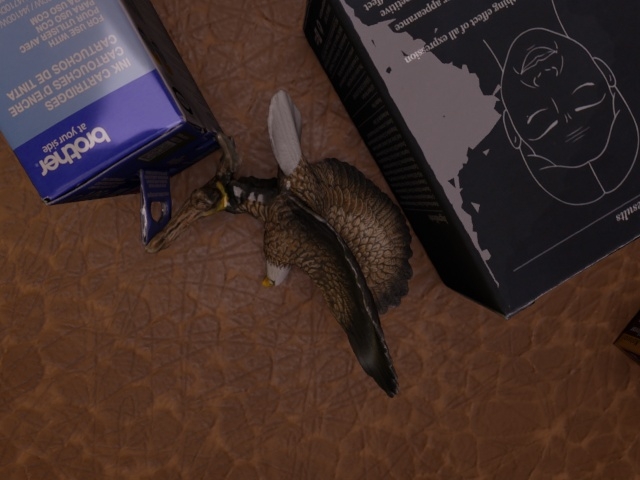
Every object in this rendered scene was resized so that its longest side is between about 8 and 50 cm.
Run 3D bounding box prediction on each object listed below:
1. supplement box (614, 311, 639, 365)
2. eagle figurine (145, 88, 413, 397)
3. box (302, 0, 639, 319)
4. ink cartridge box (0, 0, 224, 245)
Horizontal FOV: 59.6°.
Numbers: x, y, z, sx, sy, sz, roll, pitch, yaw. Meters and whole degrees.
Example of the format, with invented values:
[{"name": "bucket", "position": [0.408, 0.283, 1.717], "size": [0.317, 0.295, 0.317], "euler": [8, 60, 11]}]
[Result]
[{"name": "supplement box", "position": [0.525, 0.115, 0.696], "size": [0.129, 0.191, 0.194], "euler": [38, 90, -6]}, {"name": "eagle figurine", "position": [-0.003, 0.005, 0.639], "size": [0.298, 0.225, 0.226], "euler": [29, 75, -1]}, {"name": "box", "position": [0.205, -0.168, 0.638], "size": [0.293, 0.212, 0.396], "euler": [-30, 95, -2]}, {"name": "ink cartridge box", "position": [-0.235, -0.191, 0.571], "size": [0.151, 0.270, 0.396], "euler": [-30, 96, 2]}]
